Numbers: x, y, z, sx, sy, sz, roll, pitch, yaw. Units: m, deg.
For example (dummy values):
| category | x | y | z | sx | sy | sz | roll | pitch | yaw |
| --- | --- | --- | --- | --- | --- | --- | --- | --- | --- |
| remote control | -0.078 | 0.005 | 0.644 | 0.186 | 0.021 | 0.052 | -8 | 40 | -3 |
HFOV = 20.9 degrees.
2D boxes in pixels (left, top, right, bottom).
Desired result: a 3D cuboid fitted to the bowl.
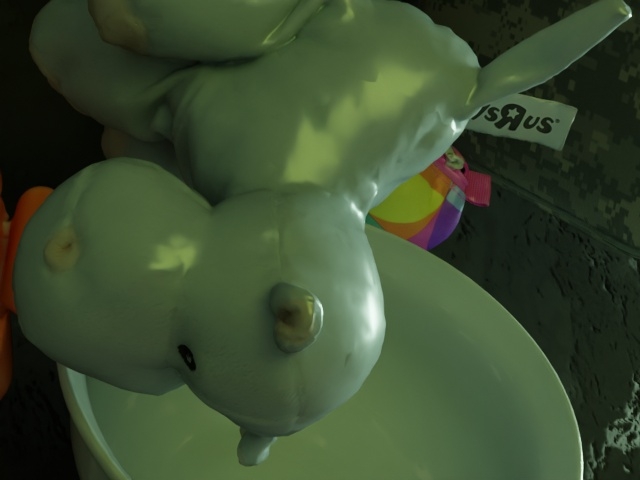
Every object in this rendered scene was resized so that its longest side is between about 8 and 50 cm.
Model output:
| category | x | y | z | sx | sy | sz | roll | pitch | yaw |
| --- | --- | --- | --- | --- | --- | --- | --- | --- | --- |
| bowl | -0.014 | 0.122 | 0.965 | 0.298 | 0.134 | 0.298 | 13 | 38 | -11 |

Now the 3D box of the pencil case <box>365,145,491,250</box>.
| category | x | y | z | sx | sy | sz | roll | pitch | yaw |
| --- | --- | --- | --- | --- | --- | --- | --- | --- | --- |
| pencil case | 0.002 | -0.080 | 1.078 | 0.236 | 0.104 | 0.104 | 40 | 46 | -38 |

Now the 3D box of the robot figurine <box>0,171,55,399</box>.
| category | x | y | z | sx | sy | sz | roll | pitch | yaw |
| --- | --- | --- | --- | --- | --- | --- | --- | --- | --- |
| robot figurine | -0.224 | 0.017 | 0.906 | 0.128 | 0.158 | 0.219 | 20 | 54 | -47 |

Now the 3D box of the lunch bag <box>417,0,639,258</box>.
| category | x | y | z | sx | sy | sz | roll | pitch | yaw |
| --- | --- | --- | --- | --- | --- | --- | --- | --- | --- |
| lunch bag | 0.249 | -0.124 | 1.200 | 0.256 | 0.213 | 0.305 | -8 | 27 | -37 |

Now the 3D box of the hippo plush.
| category | x | y | z | sx | sy | sz | roll | pitch | yaw |
| --- | --- | --- | --- | --- | --- | --- | --- | --- | --- |
| hippo plush | -0.031 | -0.004 | 0.880 | 0.294 | 0.234 | 0.237 | 15 | 62 | 0 |
